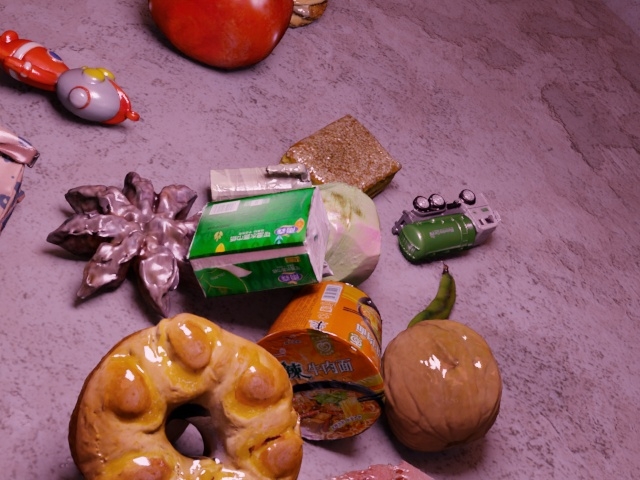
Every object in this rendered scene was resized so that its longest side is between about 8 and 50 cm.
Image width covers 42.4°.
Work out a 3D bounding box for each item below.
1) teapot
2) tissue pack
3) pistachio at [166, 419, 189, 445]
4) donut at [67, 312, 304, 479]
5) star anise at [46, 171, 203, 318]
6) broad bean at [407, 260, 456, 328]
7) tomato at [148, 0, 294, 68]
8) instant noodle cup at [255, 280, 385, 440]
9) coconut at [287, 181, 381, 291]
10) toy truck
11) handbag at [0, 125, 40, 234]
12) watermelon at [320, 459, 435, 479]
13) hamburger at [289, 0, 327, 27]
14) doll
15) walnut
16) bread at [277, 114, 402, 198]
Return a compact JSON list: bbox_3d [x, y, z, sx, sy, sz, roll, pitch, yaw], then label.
[{"bbox_3d":[-0.116,-0.115,1.626,0.200,0.107,0.077,-4,58,-9],"label":"teapot"},{"bbox_3d":[-0.092,0.021,1.399,0.209,0.156,0.148,-7,38,15],"label":"tissue pack"},{"bbox_3d":[-0.255,0.253,1.224,0.124,0.124,0.185,35,44,8],"label":"pistachio"},{"bbox_3d":[-0.178,0.257,1.108,0.299,0.150,0.317,-22,97,-33],"label":"donut"},{"bbox_3d":[-0.310,-0.008,1.455,0.332,0.117,0.331,18,45,-19],"label":"star anise"},{"bbox_3d":[0.231,0.127,1.656,0.069,0.039,0.227,35,42,-1],"label":"broad bean"},{"bbox_3d":[-0.229,-0.554,1.902,0.325,0.290,0.293,30,49,0],"label":"tomato"},{"bbox_3d":[0.004,0.186,1.362,0.230,0.230,0.182,25,33,-3],"label":"instant noodle cup"},{"bbox_3d":[0.000,0.000,1.542,0.236,0.204,0.236,23,39,-20],"label":"coconut"},{"bbox_3d":[0.269,-0.029,1.785,0.243,0.101,0.125,-12,60,-32],"label":"toy truck"},{"bbox_3d":[-0.591,-0.075,1.333,0.193,0.190,0.251,22,50,-15],"label":"handbag"},{"bbox_3d":[0.095,0.417,1.283,0.241,0.094,0.154,-16,47,-38],"label":"watermelon"},{"bbox_3d":[-0.103,-0.703,2.222,0.283,0.144,0.259,30,39,-6],"label":"hamburger"},{"bbox_3d":[-0.512,-0.326,1.658,0.336,0.105,0.200,30,13,1],"label":"doll"},{"bbox_3d":[0.199,0.244,1.406,0.228,0.228,0.228,14,44,-14],"label":"walnut"},{"bbox_3d":[0.036,-0.153,1.783,0.184,0.110,0.234,44,47,13],"label":"bread"}]
